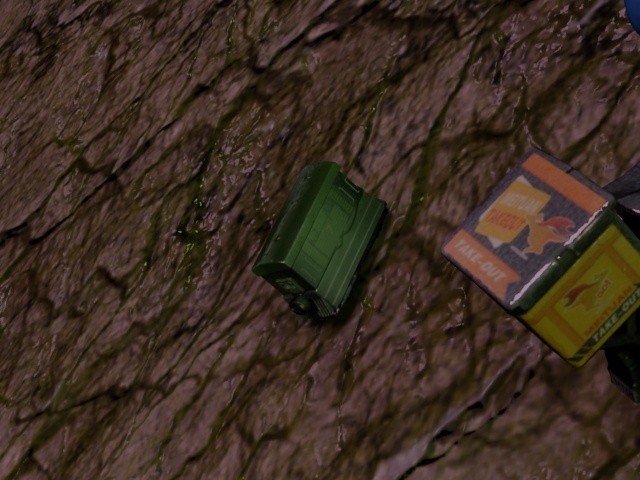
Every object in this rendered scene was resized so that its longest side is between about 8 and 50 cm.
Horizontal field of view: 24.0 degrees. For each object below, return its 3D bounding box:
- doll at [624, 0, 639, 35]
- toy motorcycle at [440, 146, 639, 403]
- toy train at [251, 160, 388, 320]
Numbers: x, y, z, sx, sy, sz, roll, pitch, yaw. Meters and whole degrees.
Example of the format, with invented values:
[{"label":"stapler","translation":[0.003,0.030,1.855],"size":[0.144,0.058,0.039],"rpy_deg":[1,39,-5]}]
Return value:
[{"label":"doll","translation":[0.208,-0.237,0.816],"size":[0.199,0.145,0.363],"rpy_deg":[-44,33,33]},{"label":"toy motorcycle","translation":[0.190,-0.046,0.621],"size":[0.263,0.157,0.091],"rpy_deg":[-49,34,2]},{"label":"toy train","translation":[0.000,0.000,0.884],"size":[0.038,0.056,0.093],"rpy_deg":[-12,44,49]}]
